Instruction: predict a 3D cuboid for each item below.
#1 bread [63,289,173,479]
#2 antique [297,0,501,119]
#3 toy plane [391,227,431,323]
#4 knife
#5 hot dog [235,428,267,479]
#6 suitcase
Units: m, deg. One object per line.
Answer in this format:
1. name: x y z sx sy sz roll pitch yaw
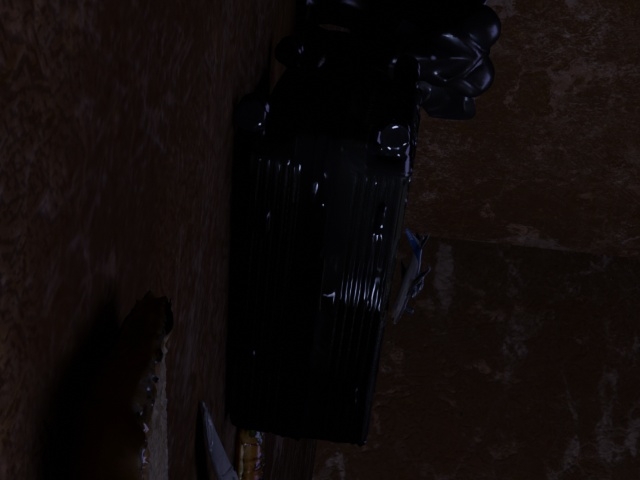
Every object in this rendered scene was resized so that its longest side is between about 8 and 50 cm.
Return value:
1. bread: -0.090 0.099 0.434 0.126 0.044 0.129 -93 -177 -59
2. antique: 0.100 -0.265 1.221 0.322 0.255 0.185 -67 165 -71
3. toy plane: 0.078 0.032 0.812 0.078 0.024 0.084 -164 -96 -77
4. knife: -0.067 0.242 0.819 0.047 0.017 0.298 -86 164 -48
5. hot dog: -0.073 0.241 0.999 0.049 0.037 0.122 -83 180 -75
6. suitcase: 0.000 0.000 0.903 0.230 0.152 0.335 -72 171 -64
